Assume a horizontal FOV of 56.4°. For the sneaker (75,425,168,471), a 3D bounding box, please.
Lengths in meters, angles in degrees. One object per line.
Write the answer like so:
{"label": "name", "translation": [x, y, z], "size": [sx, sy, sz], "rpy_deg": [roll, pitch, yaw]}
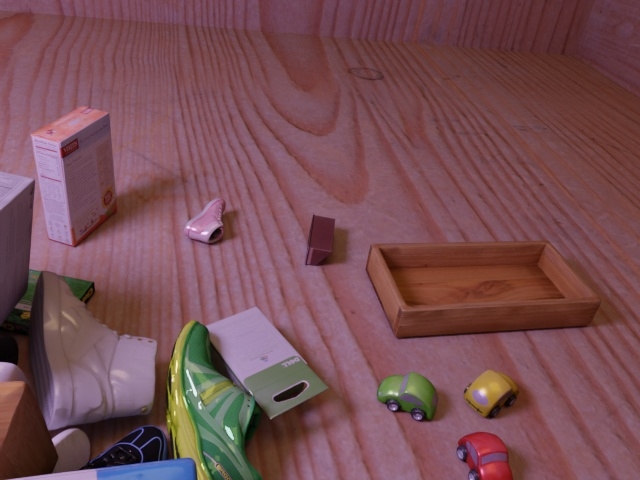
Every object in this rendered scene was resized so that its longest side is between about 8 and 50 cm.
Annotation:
{"label": "sneaker", "translation": [-0.265, 0.304, 0.731], "size": [0.081, 0.090, 0.232], "rpy_deg": [19, 36, 14]}

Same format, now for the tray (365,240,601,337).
{"label": "tray", "translation": [0.316, 0.090, 1.191], "size": [0.411, 0.076, 0.203], "rpy_deg": [0, 35, -15]}

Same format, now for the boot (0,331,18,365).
{"label": "boot", "translation": [-0.650, 0.174, 0.787], "size": [0.284, 0.138, 0.377], "rpy_deg": [26, 34, 22]}

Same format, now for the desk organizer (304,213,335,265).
{"label": "desk organizer", "translation": [0.000, 0.000, 1.270], "size": [0.050, 0.047, 0.130], "rpy_deg": [11, 34, -2]}

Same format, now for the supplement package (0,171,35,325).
{"label": "supplement package", "translation": [-0.520, 0.032, 0.767], "size": [0.198, 0.199, 0.263], "rpy_deg": [12, 25, -9]}

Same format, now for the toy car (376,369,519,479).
{"label": "toy car", "translation": [0.200, 0.259, 0.936], "size": [0.225, 0.053, 0.239], "rpy_deg": [17, 35, 11]}

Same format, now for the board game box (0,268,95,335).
{"label": "board game box", "translation": [-0.542, 0.095, 1.025], "size": [0.259, 0.030, 0.136], "rpy_deg": [11, 32, 4]}

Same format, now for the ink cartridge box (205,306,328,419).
{"label": "ink cartridge box", "translation": [-0.094, 0.203, 0.940], "size": [0.109, 0.062, 0.209], "rpy_deg": [-18, 43, -34]}

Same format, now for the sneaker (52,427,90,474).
{"label": "sneaker", "translation": [-0.374, 0.309, 0.724], "size": [0.094, 0.080, 0.212], "rpy_deg": [-3, 26, 21]}

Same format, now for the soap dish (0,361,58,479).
{"label": "soap dish", "translation": [-0.423, 0.217, 0.573], "size": [0.291, 0.229, 0.118], "rpy_deg": [-1, 55, -16]}

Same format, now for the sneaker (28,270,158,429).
{"label": "sneaker", "translation": [-0.343, 0.160, 0.912], "size": [0.169, 0.108, 0.292], "rpy_deg": [6, 34, -36]}

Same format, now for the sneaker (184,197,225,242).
{"label": "sneaker", "translation": [-0.224, -0.039, 1.272], "size": [0.070, 0.051, 0.134], "rpy_deg": [22, 40, 15]}

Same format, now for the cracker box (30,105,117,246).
{"label": "cracker box", "translation": [-0.478, -0.127, 1.178], "size": [0.067, 0.232, 0.156], "rpy_deg": [16, 35, 10]}

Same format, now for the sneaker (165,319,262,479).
{"label": "sneaker", "translation": [-0.152, 0.243, 0.847], "size": [0.123, 0.109, 0.295], "rpy_deg": [1, 42, -23]}

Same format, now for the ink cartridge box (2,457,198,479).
{"label": "ink cartridge box", "translation": [-0.287, 0.348, 0.442], "size": [0.395, 0.166, 0.285], "rpy_deg": [2, 54, -24]}
